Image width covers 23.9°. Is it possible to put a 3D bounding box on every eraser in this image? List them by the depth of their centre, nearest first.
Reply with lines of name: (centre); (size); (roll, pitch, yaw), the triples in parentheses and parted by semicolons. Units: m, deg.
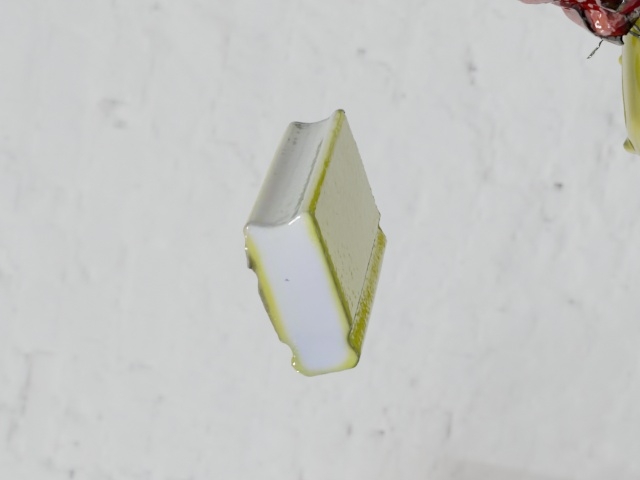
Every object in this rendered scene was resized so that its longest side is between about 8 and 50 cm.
eraser: (0.000, 0.000, 1.357); (0.226, 0.069, 0.158); (-71, -32, -60)

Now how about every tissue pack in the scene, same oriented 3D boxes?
tissue pack: (0.384, -0.169, 1.624); (0.123, 0.127, 0.178); (58, -150, -62)

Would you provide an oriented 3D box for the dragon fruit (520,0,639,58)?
dragon fruit: (0.260, -0.307, 1.508); (0.234, 0.234, 0.293); (-92, -7, -61)
